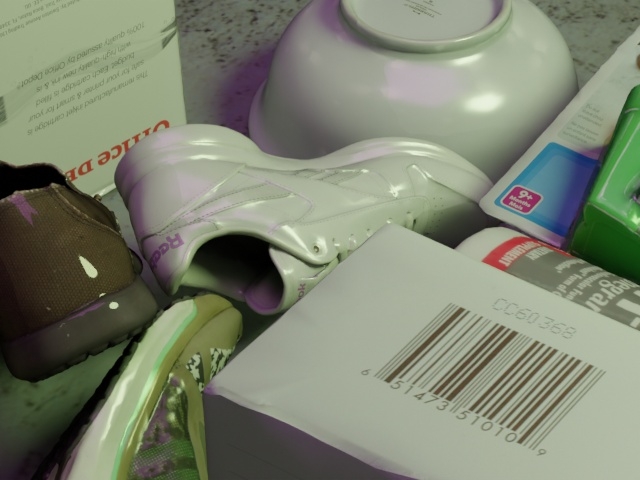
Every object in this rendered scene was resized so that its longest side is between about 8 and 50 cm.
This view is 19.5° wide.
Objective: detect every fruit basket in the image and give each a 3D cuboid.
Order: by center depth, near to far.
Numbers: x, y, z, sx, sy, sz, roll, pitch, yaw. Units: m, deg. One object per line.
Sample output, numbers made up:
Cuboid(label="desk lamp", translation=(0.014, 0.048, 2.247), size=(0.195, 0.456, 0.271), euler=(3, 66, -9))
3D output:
Cuboid(label="fruit basket", translation=(0.340, -0.054, 1.338), size=(0.327, 0.165, 0.353), euler=(33, 59, 18))

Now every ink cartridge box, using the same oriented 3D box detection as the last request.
Cuboid(label="ink cartridge box", translation=(-0.226, -0.171, 1.472), size=(0.207, 0.283, 0.117), euler=(-32, 45, -33))

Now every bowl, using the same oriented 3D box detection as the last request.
Cuboid(label="bowl", translation=(0.087, -0.149, 1.563), size=(0.297, 0.134, 0.298), euler=(0, 40, 0))

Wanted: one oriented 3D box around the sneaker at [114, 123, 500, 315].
Cuboid(label="sneaker", translation=(0.000, 0.000, 1.388), size=(0.305, 0.114, 0.152), euler=(1, 49, -22))

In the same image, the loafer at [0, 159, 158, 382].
Cuboid(label="loafer", translation=(-0.195, -0.005, 1.283), size=(0.133, 0.130, 0.366), euler=(-26, 12, -15))

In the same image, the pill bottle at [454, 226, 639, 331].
Cuboid(label="pill bottle", translation=(0.211, 0.127, 1.191), size=(0.318, 0.176, 0.176), euler=(25, 46, 27))

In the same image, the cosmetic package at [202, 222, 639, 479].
Cuboid(label="cosmetic package", translation=(0.074, 0.209, 0.929), size=(0.217, 0.385, 0.156), euler=(23, 43, 29))

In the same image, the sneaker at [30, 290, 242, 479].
Cuboid(label="sneaker", translation=(-0.101, 0.199, 1.174), size=(0.182, 0.158, 0.410), euler=(34, 38, -9))
